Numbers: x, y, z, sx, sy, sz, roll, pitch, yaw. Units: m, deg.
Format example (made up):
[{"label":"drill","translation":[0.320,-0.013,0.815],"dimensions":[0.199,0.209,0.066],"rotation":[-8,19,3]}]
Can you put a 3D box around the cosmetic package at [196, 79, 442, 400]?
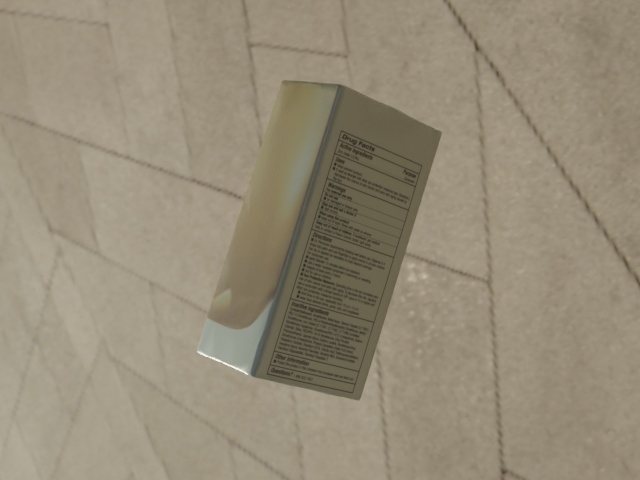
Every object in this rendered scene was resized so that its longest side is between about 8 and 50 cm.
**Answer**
[{"label":"cosmetic package","translation":[0.000,0.000,0.452],"dimensions":[0.041,0.060,0.115],"rotation":[15,85,50]}]
